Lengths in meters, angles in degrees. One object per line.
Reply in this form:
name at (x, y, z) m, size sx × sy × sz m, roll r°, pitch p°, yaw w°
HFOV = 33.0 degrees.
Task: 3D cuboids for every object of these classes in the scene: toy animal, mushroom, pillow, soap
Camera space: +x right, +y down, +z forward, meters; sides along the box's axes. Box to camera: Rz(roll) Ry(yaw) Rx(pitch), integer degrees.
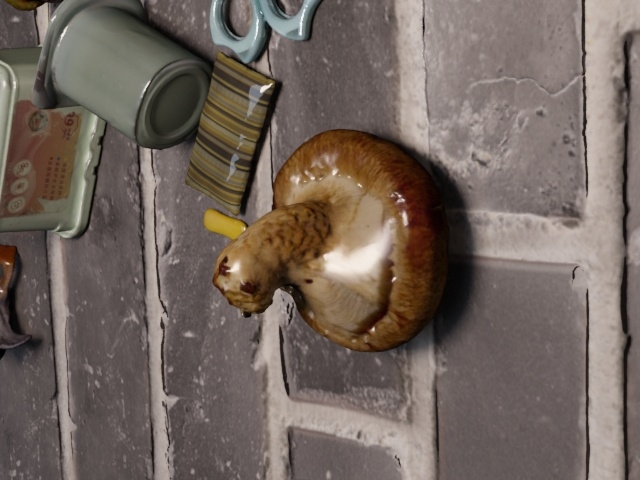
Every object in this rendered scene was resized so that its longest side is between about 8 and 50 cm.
toy animal at (-0.599, 0.093, 1.891) m, size 0.185 × 0.122 × 0.298 m, roll -49°, pitch 59°, yaw 29°
mushroom at (0.033, 0.004, 1.280) m, size 0.267 × 0.254 × 0.267 m, roll 5°, pitch 107°, yaw 14°
pillow at (-0.126, -0.146, 1.493) m, size 0.113 × 0.038 × 0.203 m, roll 33°, pitch 118°, yaw 30°
soap at (-0.135, -0.021, 1.535) m, size 0.089 × 0.012 × 0.034 m, roll 23°, pitch 111°, yaw 37°

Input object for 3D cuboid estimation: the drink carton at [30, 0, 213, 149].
drink carton at (-0.270, -0.234, 1.514) m, size 0.189 × 0.185 × 0.191 m, roll 36°, pitch 116°, yaw 29°

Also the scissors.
scissors at (-0.100, -0.422, 1.438) m, size 0.191 × 0.029 × 0.360 m, roll -17°, pitch 83°, yaw 37°

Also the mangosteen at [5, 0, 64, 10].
mangosteen at (-0.422, -0.445, 1.604) m, size 0.210 × 0.210 × 0.210 m, roll 7°, pitch 101°, yaw 40°

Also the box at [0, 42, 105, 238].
box at (-0.467, -0.156, 1.695) m, size 0.175 × 0.182 × 0.312 m, roll 29°, pitch 115°, yaw 35°
